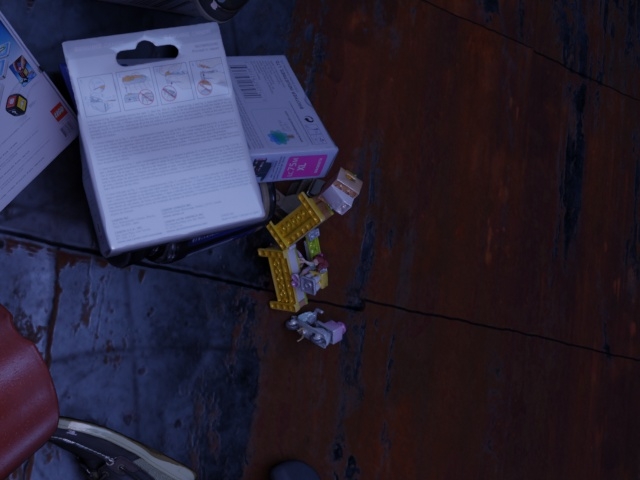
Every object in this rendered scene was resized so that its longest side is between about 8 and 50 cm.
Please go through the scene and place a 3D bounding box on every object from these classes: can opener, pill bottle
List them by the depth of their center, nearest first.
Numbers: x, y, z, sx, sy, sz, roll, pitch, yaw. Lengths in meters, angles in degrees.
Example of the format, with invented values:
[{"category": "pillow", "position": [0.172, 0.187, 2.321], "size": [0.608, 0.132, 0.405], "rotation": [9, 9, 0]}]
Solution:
[{"category": "pill bottle", "position": [-0.173, -0.042, 1.308], "size": [0.219, 0.122, 0.123], "rotation": [-21, 100, -38]}, {"category": "can opener", "position": [-0.096, 0.341, 1.367], "size": [0.283, 0.076, 0.095], "rotation": [15, 45, -48]}]

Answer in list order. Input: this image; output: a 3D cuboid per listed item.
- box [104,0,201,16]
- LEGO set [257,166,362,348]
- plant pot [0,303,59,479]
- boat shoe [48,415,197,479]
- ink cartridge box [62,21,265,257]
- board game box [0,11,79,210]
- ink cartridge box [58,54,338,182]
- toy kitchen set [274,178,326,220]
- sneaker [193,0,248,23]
[{"category": "box", "position": [-0.180, -0.362, 1.284], "size": [0.181, 0.182, 0.119], "rotation": [0, 88, -39]}, {"category": "LEGO set", "position": [0.000, 0.000, 1.417], "size": [0.107, 0.132, 0.287], "rotation": [-34, 143, -45]}, {"category": "plant pot", "position": [-0.424, 0.186, 1.022], "size": [0.265, 0.272, 0.272], "rotation": [-37, 110, -43]}, {"category": "boat shoe", "position": [-0.245, 0.276, 1.257], "size": [0.223, 0.080, 0.073], "rotation": [35, 65, -38]}, {"category": "ink cartridge box", "position": [-0.177, -0.114, 1.163], "size": [0.189, 0.066, 0.232], "rotation": [-13, 85, -26]}, {"category": "board game box", "position": [-0.417, -0.093, 1.114], "size": [0.305, 0.053, 0.193], "rotation": [-50, 132, -23]}, {"category": "ink cartridge box", "position": [-0.154, -0.149, 1.287], "size": [0.311, 0.065, 0.186], "rotation": [-5, 51, -30]}, {"category": "toy kitchen set", "position": [-0.040, -0.082, 1.452], "size": [0.075, 0.068, 0.083], "rotation": [40, 64, -30]}, {"category": "sneaker", "position": [-0.070, -0.354, 1.180], "size": [0.083, 0.118, 0.222], "rotation": [31, 70, -35]}]
